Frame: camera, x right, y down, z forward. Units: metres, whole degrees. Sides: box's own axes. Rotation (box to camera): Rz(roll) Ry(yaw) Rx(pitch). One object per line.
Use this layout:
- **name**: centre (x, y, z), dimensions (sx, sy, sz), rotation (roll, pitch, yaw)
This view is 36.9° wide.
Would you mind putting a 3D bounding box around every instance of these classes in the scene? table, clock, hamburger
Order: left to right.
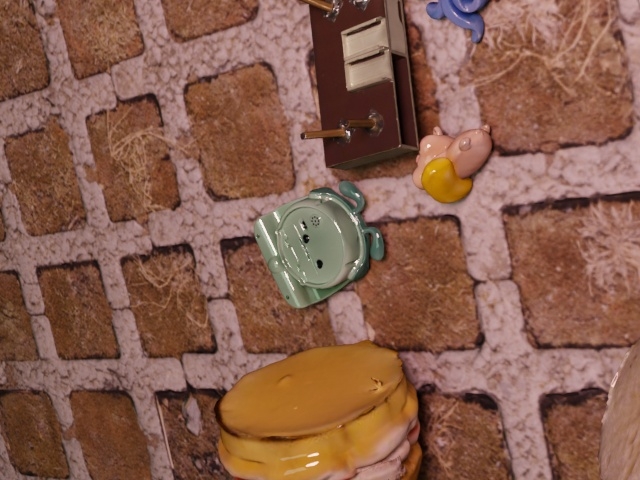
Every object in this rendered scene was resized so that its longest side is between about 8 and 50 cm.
- **clock**: centre (0.001, 0.000, 1.343), dimensions (0.189, 0.060, 0.148), rotation (-31, 83, 39)
- **hamburger**: centre (0.013, 0.289, 1.295), dimensions (0.276, 0.276, 0.236), rotation (-1, 112, 38)
- **table**: centre (0.030, -0.219, 1.183), dimensions (0.122, 0.111, 0.240), rotation (-13, 79, 40)

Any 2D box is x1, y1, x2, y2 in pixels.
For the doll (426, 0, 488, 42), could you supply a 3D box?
- **doll**: centre (0.138, -0.327, 1.138), dimensions (0.110, 0.067, 0.206), rotation (-31, 94, 48)

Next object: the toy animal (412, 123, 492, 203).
- **toy animal**: centre (0.151, -0.104, 1.182), dimensions (0.082, 0.091, 0.114), rotation (52, 131, 32)

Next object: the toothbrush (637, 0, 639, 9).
- **toothbrush**: centre (0.314, -0.373, 1.012), dimensions (0.024, 0.021, 0.288), rotation (-13, 96, 49)

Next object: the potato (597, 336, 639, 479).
- **potato**: centre (0.485, 0.188, 0.922), dimensions (0.296, 0.290, 0.397), rotation (22, 140, 1)
